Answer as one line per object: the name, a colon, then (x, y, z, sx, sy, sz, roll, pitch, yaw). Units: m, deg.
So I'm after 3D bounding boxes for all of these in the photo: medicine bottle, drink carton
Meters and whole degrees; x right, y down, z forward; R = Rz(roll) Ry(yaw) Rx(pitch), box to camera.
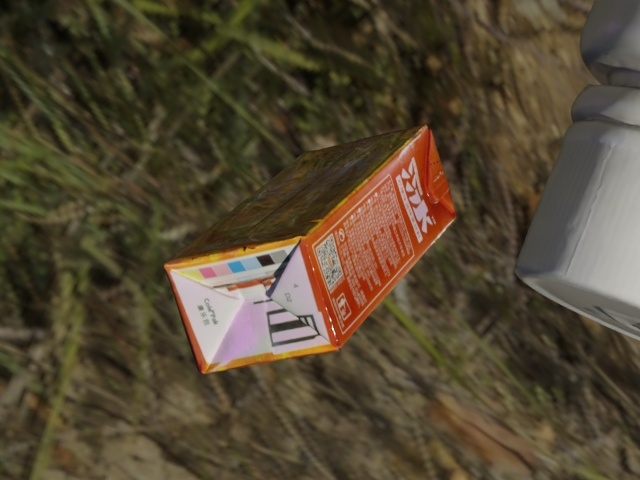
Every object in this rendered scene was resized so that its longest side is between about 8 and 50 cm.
medicine bottle: (0.170, -0.073, 0.741, 0.139, 0.139, 0.237, 20, 84, 21)
drink carton: (0.000, 0.000, 1.167, 0.096, 0.223, 0.071, -12, 104, 25)
